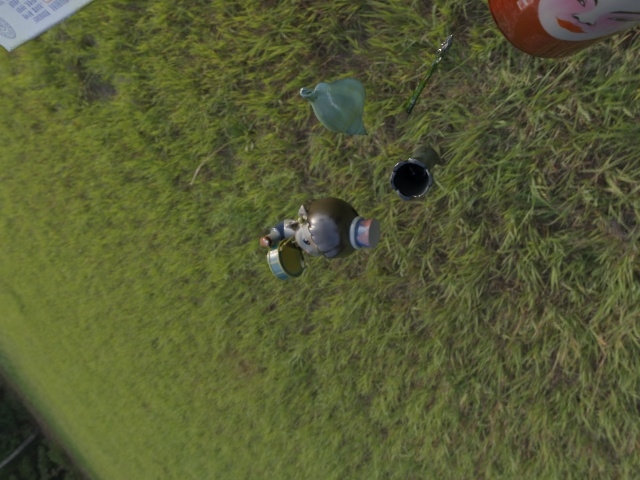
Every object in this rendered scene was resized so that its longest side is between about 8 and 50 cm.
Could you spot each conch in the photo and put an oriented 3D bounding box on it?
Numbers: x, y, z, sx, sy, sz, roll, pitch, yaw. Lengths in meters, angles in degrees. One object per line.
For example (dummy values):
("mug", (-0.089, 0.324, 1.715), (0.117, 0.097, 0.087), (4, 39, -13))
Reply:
("conch", (0.039, -0.218, 0.697), (0.088, 0.180, 0.065), (-24, 65, 30))

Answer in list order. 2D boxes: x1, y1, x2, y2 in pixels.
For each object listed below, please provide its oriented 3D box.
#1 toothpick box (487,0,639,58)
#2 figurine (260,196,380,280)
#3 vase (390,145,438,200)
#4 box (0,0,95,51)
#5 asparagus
("toothpick box", (0.342, -0.336, 0.424), (0.204, 0.204, 0.333), (57, -178, -9))
("figurine", (0.001, -0.008, 0.953), (0.275, 0.158, 0.161), (-23, 138, 35))
("vase", (0.275, -0.204, 1.174), (0.115, 0.237, 0.115), (10, 119, 19))
("box", (-0.383, -0.361, 0.518), (0.265, 0.097, 0.168), (-2, 150, 35))
("asparagus", (0.222, -0.339, 0.874), (0.022, 0.023, 0.233), (15, 160, -6))
